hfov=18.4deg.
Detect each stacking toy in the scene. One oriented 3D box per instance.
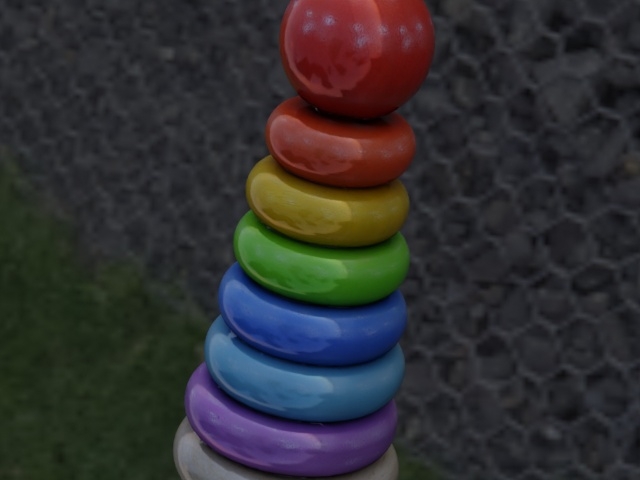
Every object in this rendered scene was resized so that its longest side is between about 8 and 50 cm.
[{"bbox_3d":[0.000,0.000,1.167,0.141,0.141,0.330,36,125,48],"label":"stacking toy"}]
